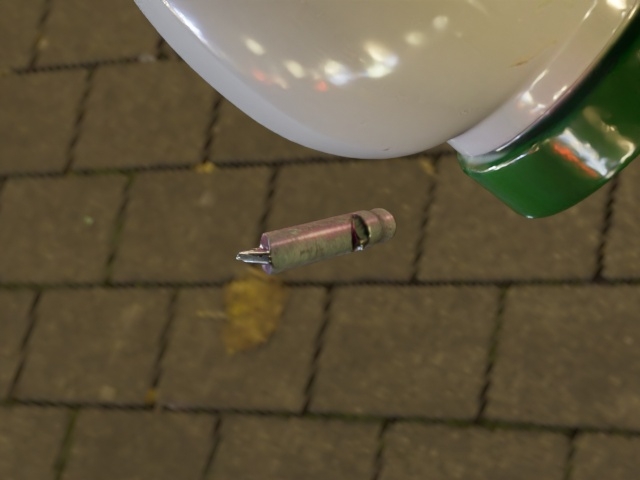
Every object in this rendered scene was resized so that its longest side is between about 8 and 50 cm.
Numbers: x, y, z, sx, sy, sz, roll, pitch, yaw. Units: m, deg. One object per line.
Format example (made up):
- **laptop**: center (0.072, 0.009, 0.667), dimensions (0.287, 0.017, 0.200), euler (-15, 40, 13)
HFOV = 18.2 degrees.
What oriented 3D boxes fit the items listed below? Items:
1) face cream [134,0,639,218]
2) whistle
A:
- **face cream**: center (0.050, -0.196, 1.151), dimensions (0.312, 0.357, 0.219), euler (-57, 14, -15)
- **whistle**: center (0.000, 0.000, 1.516), dimensions (0.033, 0.176, 0.033), euler (8, 103, 34)
